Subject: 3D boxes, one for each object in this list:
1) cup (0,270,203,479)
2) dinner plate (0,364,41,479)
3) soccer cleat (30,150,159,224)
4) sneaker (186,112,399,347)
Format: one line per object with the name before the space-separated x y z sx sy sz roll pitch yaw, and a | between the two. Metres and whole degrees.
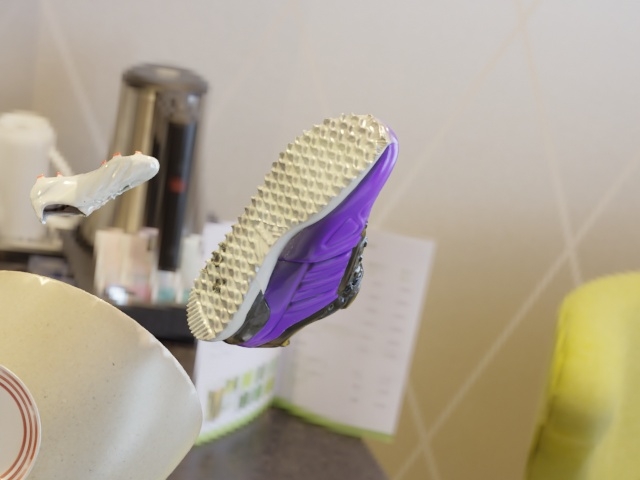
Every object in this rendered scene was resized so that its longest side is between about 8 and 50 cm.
cup | -0.331 0.232 1.660 0.331 0.331 0.237 17 52 15
dinner plate | -0.330 0.179 1.392 0.141 0.141 0.017 14 2 9
soccer cleat | -0.330 -0.074 2.178 0.196 0.068 0.076 -15 61 -1
sneaker | 0.000 0.000 1.500 0.146 0.293 0.102 23 28 -39
